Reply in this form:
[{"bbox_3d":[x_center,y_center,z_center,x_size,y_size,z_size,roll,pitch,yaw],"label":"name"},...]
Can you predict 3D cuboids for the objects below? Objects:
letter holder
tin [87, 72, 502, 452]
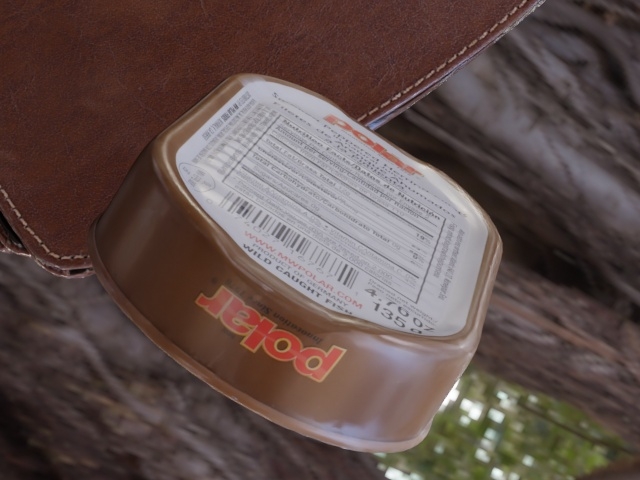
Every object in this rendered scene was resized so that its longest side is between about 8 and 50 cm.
[{"bbox_3d":[-0.047,-0.102,0.905,0.302,0.152,0.214,-33,-108,-15],"label":"letter holder"},{"bbox_3d":[0.000,0.000,0.522,0.040,0.106,0.189,-54,-178,18],"label":"tin"}]
